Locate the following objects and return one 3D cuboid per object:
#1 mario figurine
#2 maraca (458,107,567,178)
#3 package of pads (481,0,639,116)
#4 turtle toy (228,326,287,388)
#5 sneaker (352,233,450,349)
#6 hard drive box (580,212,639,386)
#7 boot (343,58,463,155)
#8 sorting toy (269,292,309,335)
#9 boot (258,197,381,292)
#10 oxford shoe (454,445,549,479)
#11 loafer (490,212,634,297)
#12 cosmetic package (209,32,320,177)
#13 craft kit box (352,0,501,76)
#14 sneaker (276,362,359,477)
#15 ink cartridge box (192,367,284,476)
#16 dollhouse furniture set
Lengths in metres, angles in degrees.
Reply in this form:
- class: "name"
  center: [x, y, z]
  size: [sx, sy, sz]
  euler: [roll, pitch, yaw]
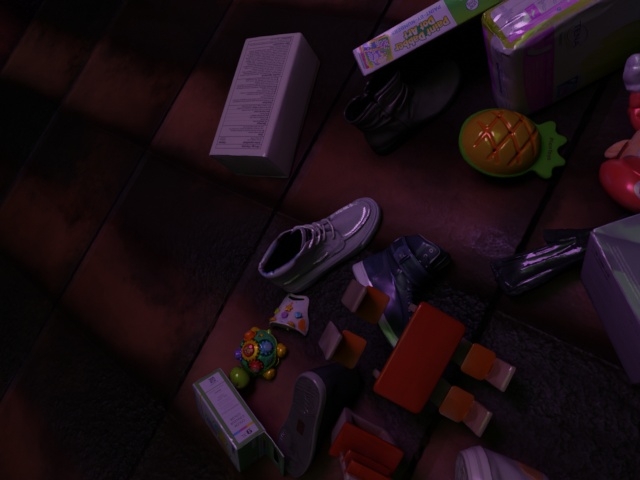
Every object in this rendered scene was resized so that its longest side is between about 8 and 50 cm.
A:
- class: "mario figurine"
  center: [0.534, -0.176, 0.661]
  size: [0.320, 0.170, 0.198]
  euler: [-53, 29, -7]
- class: "maraca"
  center: [0.335, -0.168, 0.807]
  size: [0.186, 0.099, 0.127]
  euler: [9, 84, 3]
- class: "package of pads"
  center: [0.422, -0.347, 0.747]
  size: [0.297, 0.229, 0.101]
  euler: [-28, 63, 14]
- class: "turtle toy"
  center: [-0.132, 0.232, 0.908]
  size: [0.095, 0.066, 0.130]
  euler: [25, 85, 31]
- class: "sneaker"
  center: [0.169, 0.095, 0.799]
  size: [0.163, 0.086, 0.226]
  euler: [-33, 62, 14]
- class: "hard drive box"
  center: [0.422, 0.085, 0.593]
  size: [0.089, 0.232, 0.181]
  euler: [-22, 65, 17]
- class: "boot"
  center: [0.166, -0.282, 0.887]
  size: [0.246, 0.161, 0.083]
  euler: [-44, 60, 6]
- class: "sorting toy"
  center: [-0.059, 0.141, 0.926]
  size: [0.083, 0.044, 0.075]
  euler: [7, 56, 28]
- class: "boot"
  center: [0.000, 0.000, 0.891]
  size: [0.258, 0.123, 0.095]
  euler: [-44, 60, 6]
- class: "oxford shoe"
  center: [0.259, 0.503, 0.580]
  size: [0.130, 0.169, 0.448]
  euler: [-1, 70, 3]
- class: "loafer"
  center: [0.380, 0.012, 0.730]
  size: [0.223, 0.076, 0.078]
  euler: [-31, 69, 18]
- class: "cosmetic package"
  center: [-0.123, -0.310, 1.068]
  size: [0.160, 0.113, 0.309]
  euler: [8, 77, 28]
- class: "craft kit box"
  center: [0.192, -0.395, 0.882]
  size: [0.250, 0.246, 0.060]
  euler: [-24, 106, 16]
- class: "sneaker"
  center: [0.002, 0.314, 0.814]
  size: [0.083, 0.118, 0.221]
  euler: [34, 119, 36]
- class: "ink cartridge box"
  center: [-0.152, 0.348, 0.846]
  size: [0.062, 0.108, 0.209]
  euler: [-28, 54, -30]
- class: "dollhouse furniture set"
  center: [0.119, 0.219, 0.676]
  size: [0.262, 0.135, 0.259]
  euler: [29, 89, -5]
